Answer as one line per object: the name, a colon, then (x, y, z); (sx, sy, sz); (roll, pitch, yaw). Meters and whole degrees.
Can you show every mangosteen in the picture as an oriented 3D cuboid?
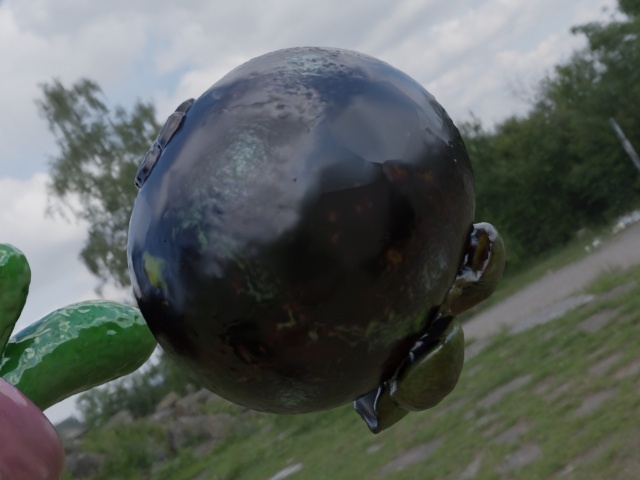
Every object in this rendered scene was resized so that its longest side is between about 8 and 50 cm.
mangosteen: (0.000, 0.000, 0.674); (0.288, 0.288, 0.288); (-33, -2, -1)

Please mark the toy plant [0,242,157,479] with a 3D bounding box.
toy plant: (-0.339, 0.138, 0.790); (0.211, 0.316, 0.356); (113, 177, -52)
